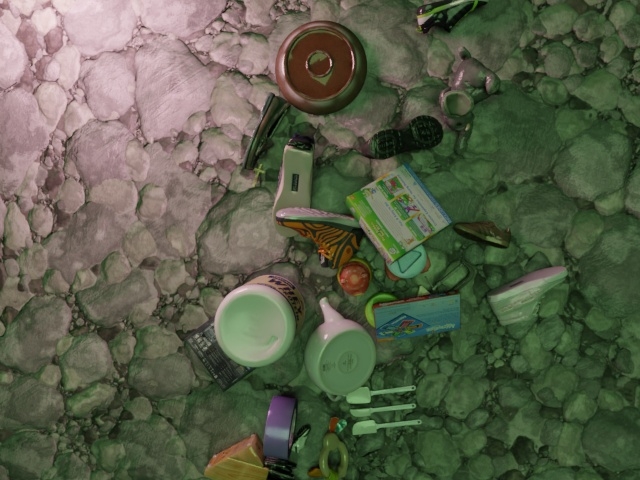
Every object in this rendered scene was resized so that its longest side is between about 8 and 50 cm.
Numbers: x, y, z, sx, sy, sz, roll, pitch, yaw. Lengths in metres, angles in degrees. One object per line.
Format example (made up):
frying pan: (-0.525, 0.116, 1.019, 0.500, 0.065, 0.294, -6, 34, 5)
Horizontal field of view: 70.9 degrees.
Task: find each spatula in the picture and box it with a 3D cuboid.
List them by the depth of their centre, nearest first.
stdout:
spatula: (0.217, 0.573, 1.536, 0.241, 0.019, 0.168, -9, 91, 6)

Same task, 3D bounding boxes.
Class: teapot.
teapot: (0.045, 0.367, 1.465, 0.252, 0.187, 0.256, 43, 78, -25)

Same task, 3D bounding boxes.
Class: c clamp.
c clamp: (0.429, 0.122, 1.458, 0.160, 0.022, 0.137, -35, 120, -3)

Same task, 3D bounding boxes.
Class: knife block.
knife block: (-0.227, 0.815, 1.552, 0.275, 0.088, 0.242, -30, 89, 5)

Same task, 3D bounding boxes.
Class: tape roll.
tape roll: (-0.129, 0.615, 1.483, 0.080, 0.189, 0.189, 5, 93, 4)

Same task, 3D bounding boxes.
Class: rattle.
rattle: (0.021, 0.713, 1.555, 0.130, 0.142, 0.200, -2, 76, -26)

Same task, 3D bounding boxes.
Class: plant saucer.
plant saucer: (-0.001, -0.576, 1.483, 0.310, 0.050, 0.311, 0, 94, 5)

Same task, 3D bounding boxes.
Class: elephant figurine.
elephant figurine: (0.441, -0.428, 1.407, 0.239, 0.169, 0.186, -47, 59, 21)

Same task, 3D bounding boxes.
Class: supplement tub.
supplement tub: (-0.172, 0.234, 1.399, 0.235, 0.325, 0.236, 0, 93, 5)

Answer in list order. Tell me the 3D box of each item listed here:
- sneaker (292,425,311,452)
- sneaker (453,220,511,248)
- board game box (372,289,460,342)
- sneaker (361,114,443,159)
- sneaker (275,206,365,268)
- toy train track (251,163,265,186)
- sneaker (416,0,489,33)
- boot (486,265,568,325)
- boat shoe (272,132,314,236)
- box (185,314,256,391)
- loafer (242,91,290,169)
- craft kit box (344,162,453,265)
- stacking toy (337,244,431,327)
sneaker: (-0.065, 0.690, 1.561, 0.043, 0.040, 0.109, 36, 99, -14)
sneaker: (0.527, -0.033, 1.464, 0.188, 0.066, 0.071, 20, 78, -1)
board game box: (0.316, 0.248, 1.465, 0.281, 0.027, 0.145, -9, 116, -1)
sneaker: (0.259, -0.328, 1.444, 0.286, 0.130, 0.109, -15, 99, -17)
sneaker: (0.000, 0.000, 1.421, 0.320, 0.124, 0.180, 7, 103, -27)
toy train track: (-0.217, -0.223, 1.537, 0.048, 0.014, 0.083, 20, 100, -3)
sneaker: (0.418, -0.719, 1.435, 0.234, 0.084, 0.097, -11, 116, 7)
boot: (0.679, 0.182, 1.447, 0.258, 0.095, 0.124, -24, 97, 14)
boat shoe: (-0.076, -0.187, 1.483, 0.127, 0.158, 0.341, 14, 122, -1)
box: (-0.325, 0.373, 1.553, 0.183, 0.059, 0.233, -38, 88, 6)
loafer: (-0.179, -0.353, 1.489, 0.084, 0.096, 0.268, 20, 92, -5)
craft kit box: (0.245, -0.087, 1.414, 0.246, 0.061, 0.250, -30, 77, -20)
stacking toy: (0.229, 0.148, 1.457, 0.308, 0.130, 0.280, -27, 90, 6)
